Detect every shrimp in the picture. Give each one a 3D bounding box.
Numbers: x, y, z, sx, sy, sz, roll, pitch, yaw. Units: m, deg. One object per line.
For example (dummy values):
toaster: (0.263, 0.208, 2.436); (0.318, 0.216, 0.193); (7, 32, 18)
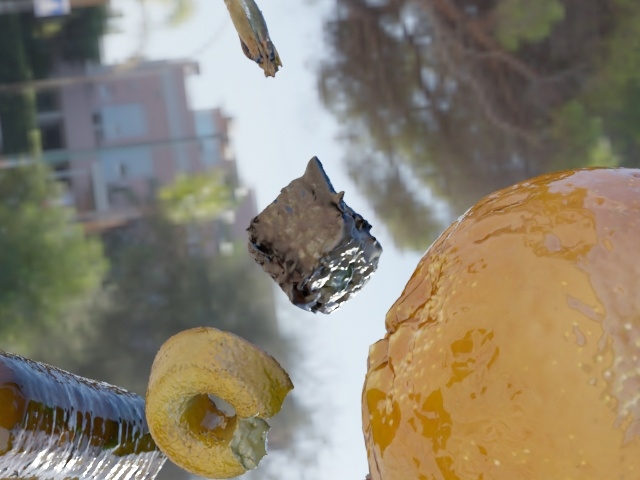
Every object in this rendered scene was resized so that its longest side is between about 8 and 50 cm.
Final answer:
shrimp: (-0.050, -0.149, 1.270); (0.083, 0.023, 0.114); (74, -11, -58)

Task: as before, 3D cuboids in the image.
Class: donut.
donut: (-0.072, 0.108, 1.130); (0.043, 0.097, 0.108); (-60, 167, -53)

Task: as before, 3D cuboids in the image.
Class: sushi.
sushi: (-0.001, 0.001, 1.395); (0.084, 0.098, 0.094); (45, 3, 34)

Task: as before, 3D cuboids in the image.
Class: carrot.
carrot: (-0.238, 0.154, 1.452); (0.302, 0.114, 0.114); (22, 54, -62)

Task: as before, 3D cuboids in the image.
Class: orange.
orange: (0.181, 0.108, 1.244); (0.340, 0.293, 0.341); (-159, -90, -79)

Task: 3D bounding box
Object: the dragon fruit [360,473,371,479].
dragon fruit: (0.070, 0.268, 1.646); (0.106, 0.162, 0.083); (-34, 111, -54)
